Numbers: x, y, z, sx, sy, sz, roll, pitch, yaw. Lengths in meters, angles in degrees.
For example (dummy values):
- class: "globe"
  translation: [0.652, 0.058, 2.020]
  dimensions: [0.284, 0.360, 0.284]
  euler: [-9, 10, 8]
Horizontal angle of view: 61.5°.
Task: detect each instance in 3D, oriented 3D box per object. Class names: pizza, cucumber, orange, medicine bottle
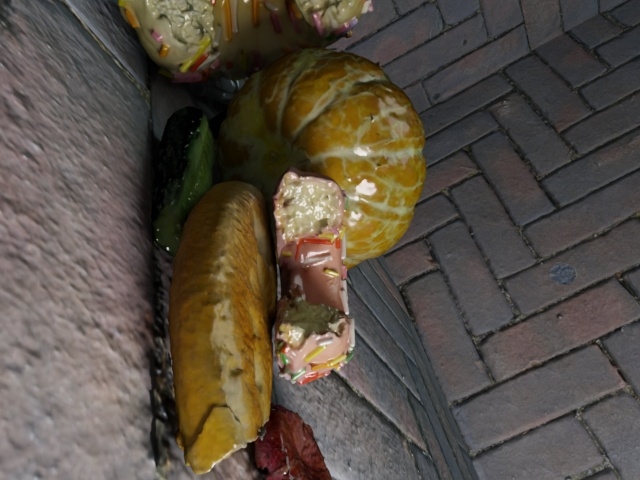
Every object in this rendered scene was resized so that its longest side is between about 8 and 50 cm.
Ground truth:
- class: "pizza"
  translation: [-0.089, 0.063, 0.542]
  dimensions: [0.182, 0.073, 0.366]
  euler: [74, 7, -46]
- class: "cucumber"
  translation: [-0.167, -0.070, 0.620]
  dimensions: [0.211, 0.062, 0.078]
  euler: [-91, 171, -49]
- class: "orange"
  translation: [0.003, -0.114, 0.802]
  dimensions: [0.249, 0.329, 0.330]
  euler: [-25, 87, -58]
- class: "medicine bottle"
  translation: [-0.163, -0.286, 1.031]
  dimensions: [0.092, 0.061, 0.220]
  euler: [28, 22, 14]

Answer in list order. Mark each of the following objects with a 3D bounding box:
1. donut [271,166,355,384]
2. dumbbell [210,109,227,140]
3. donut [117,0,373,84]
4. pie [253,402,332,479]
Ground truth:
- class: "donut"
  translation: [-0.008, 0.042, 0.604]
  dimensions: [0.199, 0.085, 0.233]
  euler: [91, -3, -75]
- class: "dumbbell"
  translation: [-0.094, -0.222, 0.971]
  dimensions: [0.100, 0.191, 0.100]
  euler: [59, 11, -19]
- class: "donut"
  translation: [-0.106, -0.348, 0.828]
  dimensions: [0.307, 0.370, 0.150]
  euler: [-145, -140, -80]
- class: "pie"
  translation: [-0.024, 0.239, 0.566]
  dimensions: [0.154, 0.038, 0.153]
  euler: [61, 8, -15]
